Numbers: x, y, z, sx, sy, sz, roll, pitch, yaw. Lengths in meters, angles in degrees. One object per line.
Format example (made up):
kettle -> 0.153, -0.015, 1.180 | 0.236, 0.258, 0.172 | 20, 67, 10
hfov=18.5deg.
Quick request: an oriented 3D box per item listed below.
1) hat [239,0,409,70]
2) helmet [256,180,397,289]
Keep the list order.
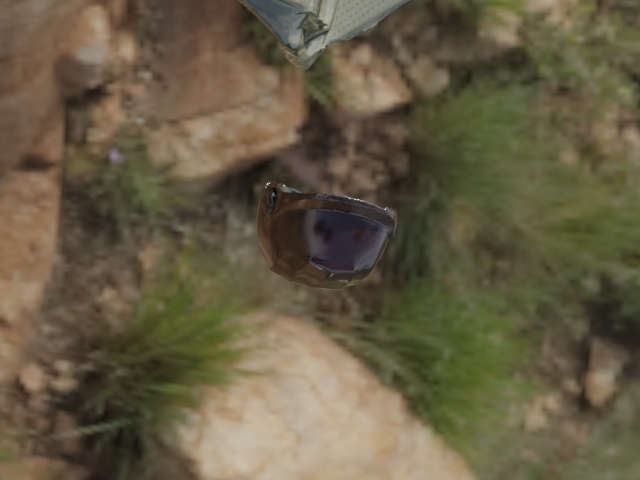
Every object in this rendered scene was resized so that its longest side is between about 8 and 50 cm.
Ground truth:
hat -> 0.000, -0.252, 1.331 | 0.245, 0.149, 0.214 | -35, 91, -5
helmet -> 0.000, 0.000, 1.396 | 0.098, 0.123, 0.070 | 12, 92, -14
